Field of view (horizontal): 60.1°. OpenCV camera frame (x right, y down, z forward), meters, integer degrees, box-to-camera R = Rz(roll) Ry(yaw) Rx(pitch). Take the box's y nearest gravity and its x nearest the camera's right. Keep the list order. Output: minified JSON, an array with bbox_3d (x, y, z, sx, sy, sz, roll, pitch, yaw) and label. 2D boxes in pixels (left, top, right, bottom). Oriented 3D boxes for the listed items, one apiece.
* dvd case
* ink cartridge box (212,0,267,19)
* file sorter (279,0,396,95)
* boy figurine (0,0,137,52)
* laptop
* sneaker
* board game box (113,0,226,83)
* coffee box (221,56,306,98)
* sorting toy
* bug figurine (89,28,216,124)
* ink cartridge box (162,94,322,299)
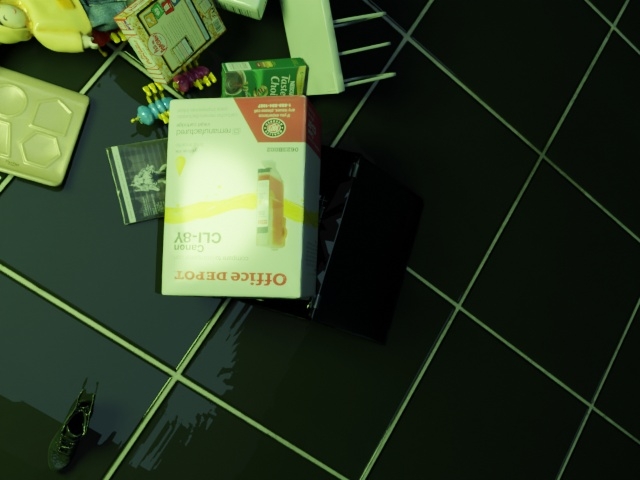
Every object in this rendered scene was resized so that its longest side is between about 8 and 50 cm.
[{"bbox_3d":[-0.327,-0.137,1.190,0.222,0.018,0.164,-14,91,-20],"label":"dvd case"},{"bbox_3d":[-0.235,-0.676,1.175,0.325,0.071,0.329,18,88,1],"label":"ink cartridge box"},{"bbox_3d":[0.037,-0.479,1.218,0.173,0.193,0.277,-21,110,-23],"label":"file sorter"},{"bbox_3d":[-0.494,-0.440,1.042,0.285,0.092,0.177,-21,92,-27],"label":"boy figurine"},{"bbox_3d":[0.000,0.000,1.293,0.408,0.236,0.381,15,79,11],"label":"laptop"},{"bbox_3d":[-0.477,0.365,1.058,0.051,0.089,0.170,25,78,-16],"label":"sneaker"},{"bbox_3d":[-0.292,-0.431,1.102,0.193,0.045,0.146,-52,138,-25],"label":"board game box"},{"bbox_3d":[-0.127,-0.343,1.229,0.184,0.113,0.040,-10,50,-20],"label":"coffee box"},{"bbox_3d":[-0.587,-0.226,1.102,0.193,0.038,0.208,17,76,-17],"label":"sorting toy"},{"bbox_3d":[-0.353,-0.377,1.173,0.216,0.072,0.278,-31,91,-25],"label":"bug figurine"},{"bbox_3d":[-0.149,-0.075,1.100,0.280,0.160,0.384,1,86,9],"label":"ink cartridge box"}]
